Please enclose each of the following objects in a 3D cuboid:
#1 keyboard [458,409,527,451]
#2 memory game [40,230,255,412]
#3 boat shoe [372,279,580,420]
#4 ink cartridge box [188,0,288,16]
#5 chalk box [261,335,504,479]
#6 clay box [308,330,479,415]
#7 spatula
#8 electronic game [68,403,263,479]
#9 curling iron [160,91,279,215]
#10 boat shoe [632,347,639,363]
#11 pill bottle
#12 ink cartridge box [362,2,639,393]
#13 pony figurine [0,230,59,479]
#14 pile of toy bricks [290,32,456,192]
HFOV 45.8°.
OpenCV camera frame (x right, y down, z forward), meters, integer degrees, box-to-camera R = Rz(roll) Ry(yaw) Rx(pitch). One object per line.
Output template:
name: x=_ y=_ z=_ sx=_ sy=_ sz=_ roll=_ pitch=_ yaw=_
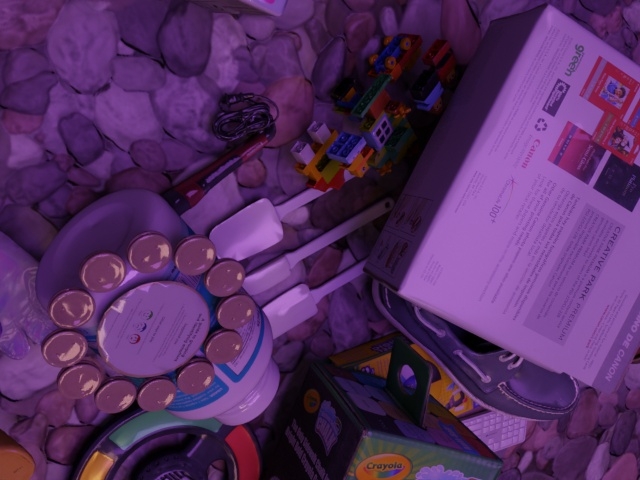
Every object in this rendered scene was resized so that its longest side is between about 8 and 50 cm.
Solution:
keyboard: x=0.191 y=0.287 z=1.071 sx=0.255 sy=0.014 sz=0.072 roll=-10 pitch=107 yaw=-24
memory game: x=-0.143 y=0.073 z=0.651 sx=0.186 sy=0.012 sz=0.186 roll=-14 pitch=123 yaw=-22
boat shoe: x=0.207 y=0.127 z=0.925 sx=0.319 sy=0.099 sz=0.116 roll=36 pitch=72 yaw=-13
ink cartridge box: x=-0.188 y=-0.273 z=0.633 sx=0.311 sy=0.185 sz=0.065 roll=14 pitch=99 yaw=-29
chalk box: x=0.063 y=0.256 z=0.847 sx=0.179 sy=0.180 sz=0.289 roll=20 pitch=98 yaw=-23
clay box: x=0.099 y=0.188 z=0.976 sx=0.221 sy=0.053 sz=0.128 roll=-18 pitch=109 yaw=-23
spatula: x=0.000 y=0.000 z=0.897 sx=0.242 sy=0.019 sz=0.168 roll=-30 pitch=114 yaw=-17
electronic game: x=-0.172 y=0.284 z=0.867 sx=0.229 sy=0.048 sz=0.230 roll=-7 pitch=106 yaw=-25
curling iron: x=-0.153 y=-0.057 z=0.798 sx=0.274 sy=0.035 sz=0.068 roll=-44 pitch=97 yaw=-5
boat shoe: x=0.479 y=0.023 z=1.104 sx=0.104 sy=0.110 sz=0.308 roll=32 pitch=78 yaw=-26
pill bottle: x=-0.144 y=0.082 z=0.759 sx=0.146 sy=0.146 sz=0.264 roll=-44 pitch=130 yaw=-10
ink cartridge box: x=0.242 y=-0.035 z=0.800 sx=0.271 sy=0.130 sz=0.310 roll=28 pitch=91 yaw=-15
pony figurine: x=-0.363 y=0.079 z=0.585 sx=0.303 sy=0.363 sz=0.351 roll=-43 pitch=134 yaw=-19
pile of toy bricks: x=0.077 y=-0.128 z=0.852 sx=0.212 sy=0.118 sz=0.105 roll=-52 pitch=136 yaw=-17
